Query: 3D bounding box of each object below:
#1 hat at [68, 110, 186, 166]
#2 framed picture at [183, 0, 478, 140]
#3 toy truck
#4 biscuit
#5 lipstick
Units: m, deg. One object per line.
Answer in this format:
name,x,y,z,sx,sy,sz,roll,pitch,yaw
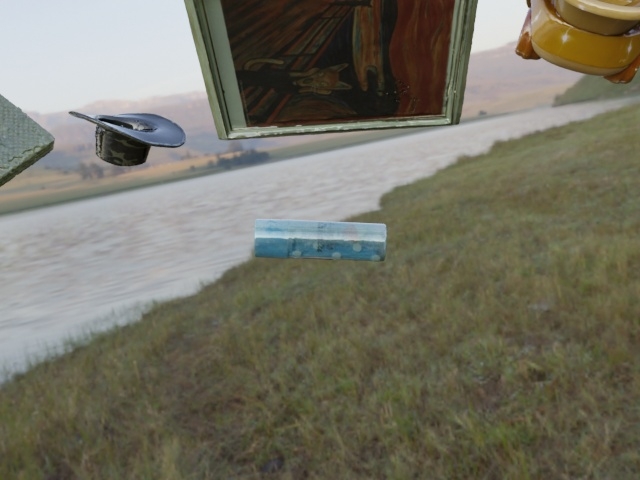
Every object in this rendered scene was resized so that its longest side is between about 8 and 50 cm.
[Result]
hat,-0.203,-0.106,0.746,0.121,0.050,0.121,13,18,-4
framed picture,0.014,-0.178,0.704,0.273,0.016,0.216,-3,-36,3
toy truck,0.422,-0.374,1.081,0.204,0.288,0.212,19,-28,10
biscuit,-0.462,-0.112,0.929,0.199,0.121,0.040,-51,0,-39
lipstick,0.000,0.000,0.857,0.157,0.048,0.048,2,7,-1
